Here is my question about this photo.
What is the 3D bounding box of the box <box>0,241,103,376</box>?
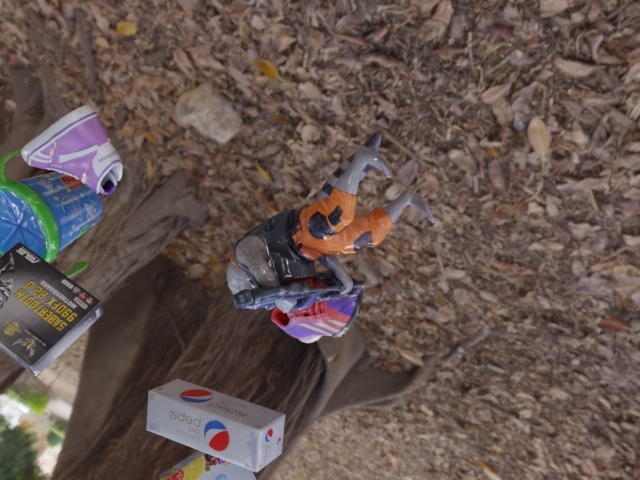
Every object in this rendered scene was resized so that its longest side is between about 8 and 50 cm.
[{"bbox_3d":[-0.592,0.134,1.246,0.231,0.183,0.056,34,145,10],"label":"box"}]

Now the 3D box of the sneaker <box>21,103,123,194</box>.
[{"bbox_3d":[-0.485,-0.148,1.212,0.282,0.102,0.161,-8,118,51],"label":"sneaker"}]

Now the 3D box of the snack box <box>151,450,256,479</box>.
[{"bbox_3d":[-0.244,0.550,1.334,0.070,0.207,0.174,-24,90,54],"label":"snack box"}]

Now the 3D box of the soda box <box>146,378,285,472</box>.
[{"bbox_3d":[-0.166,0.282,0.958,0.216,0.069,0.074,10,-170,27],"label":"soda box"}]

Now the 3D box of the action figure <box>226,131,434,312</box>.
[{"bbox_3d":[0.000,0.000,0.947,0.178,0.330,0.341,64,-163,15],"label":"action figure"}]

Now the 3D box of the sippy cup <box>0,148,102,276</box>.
[{"bbox_3d":[-0.698,-0.072,1.582,0.240,0.224,0.305,27,123,14],"label":"sippy cup"}]

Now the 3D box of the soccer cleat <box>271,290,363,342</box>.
[{"bbox_3d":[-0.011,0.171,1.461,0.116,0.108,0.318,24,153,-19],"label":"soccer cleat"}]
